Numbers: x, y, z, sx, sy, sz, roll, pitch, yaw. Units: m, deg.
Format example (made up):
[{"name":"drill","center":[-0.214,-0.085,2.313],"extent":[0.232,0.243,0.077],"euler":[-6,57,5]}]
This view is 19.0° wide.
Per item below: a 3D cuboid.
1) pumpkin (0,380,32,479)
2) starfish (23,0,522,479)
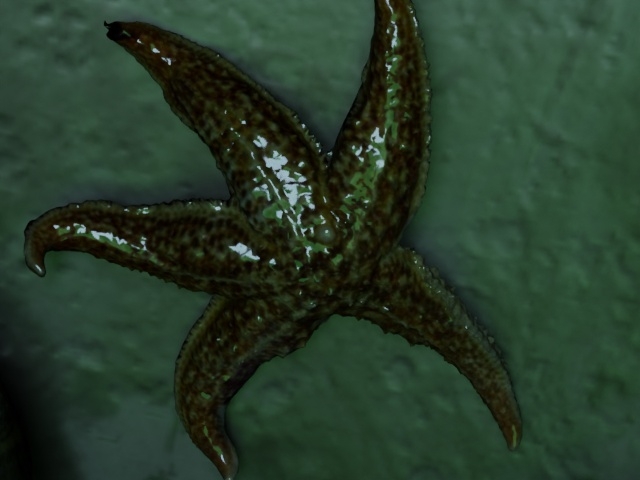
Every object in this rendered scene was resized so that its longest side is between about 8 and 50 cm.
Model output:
[{"name":"pumpkin","center":[-0.223,0.108,0.742],"extent":[0.224,0.157,0.223],"euler":[-1,98,-7]},{"name":"starfish","center":[-0.002,0.003,0.755],"extent":[0.238,0.057,0.213],"euler":[36,111,-6]}]
